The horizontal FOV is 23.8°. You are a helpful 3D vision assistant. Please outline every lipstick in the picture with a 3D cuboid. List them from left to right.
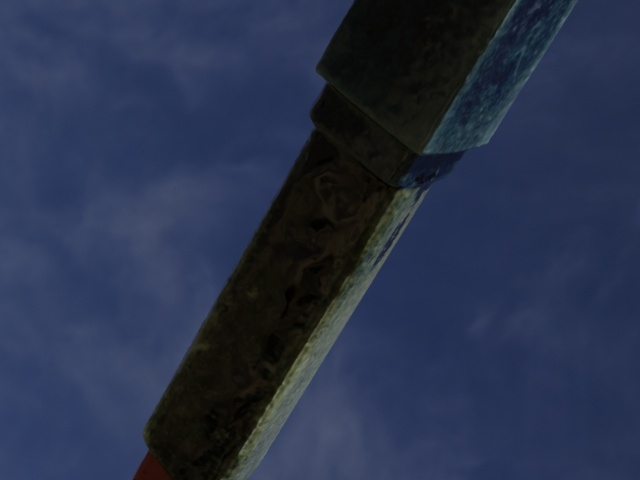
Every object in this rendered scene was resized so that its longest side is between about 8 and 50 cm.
[{"bbox_3d":[0.000,0.000,0.517,0.051,0.051,0.312,40,-63,19],"label":"lipstick"}]
